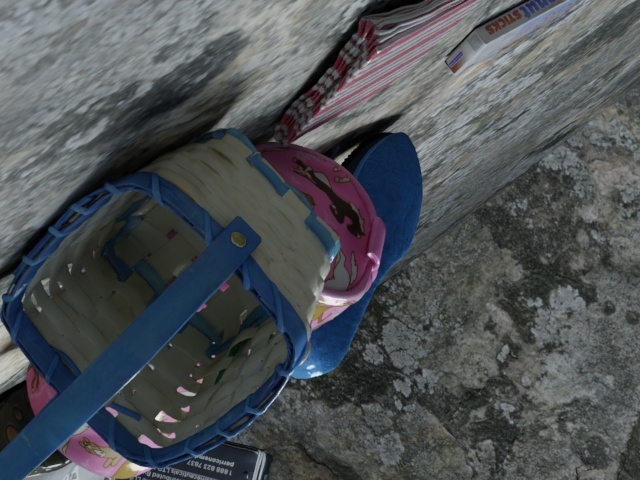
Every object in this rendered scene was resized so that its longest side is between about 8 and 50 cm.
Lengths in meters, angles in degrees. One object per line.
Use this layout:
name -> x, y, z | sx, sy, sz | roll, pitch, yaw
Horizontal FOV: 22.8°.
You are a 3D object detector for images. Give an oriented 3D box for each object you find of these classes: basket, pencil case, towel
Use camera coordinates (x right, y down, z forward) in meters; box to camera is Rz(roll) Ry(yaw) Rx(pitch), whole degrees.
basket -> -0.125, 0.064, 1.128 | 0.255, 0.201, 0.289 | -40, -178, 43
pencil case -> -0.108, 0.069, 1.423 | 0.167, 0.160, 0.386 | -7, 153, -45
towel -> 0.049, -0.151, 1.271 | 0.144, 0.029, 0.197 | -32, 175, -32

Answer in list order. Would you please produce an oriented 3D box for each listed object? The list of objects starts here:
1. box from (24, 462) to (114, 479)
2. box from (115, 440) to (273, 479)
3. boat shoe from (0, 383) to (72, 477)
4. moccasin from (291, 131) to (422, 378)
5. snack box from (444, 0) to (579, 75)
box -> -0.354, 0.311, 1.871 | 0.231, 0.056, 0.183 | -12, 138, -44
box -> -0.267, 0.507, 2.330 | 0.480, 0.297, 0.472 | 97, 6, -82
boat shoe -> -0.259, 0.184, 1.818 | 0.324, 0.123, 0.120 | -18, 169, -43
moccasin -> 0.000, 0.000, 1.612 | 0.116, 0.138, 0.342 | -8, -150, 34
snack box -> 0.202, -0.218, 1.582 | 0.178, 0.022, 0.064 | -31, 172, -35
